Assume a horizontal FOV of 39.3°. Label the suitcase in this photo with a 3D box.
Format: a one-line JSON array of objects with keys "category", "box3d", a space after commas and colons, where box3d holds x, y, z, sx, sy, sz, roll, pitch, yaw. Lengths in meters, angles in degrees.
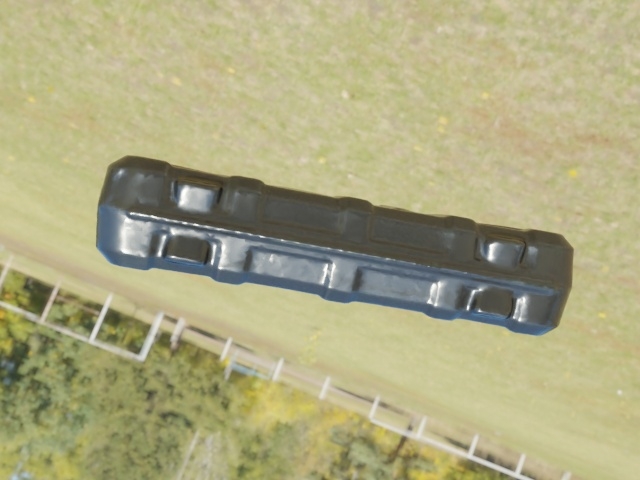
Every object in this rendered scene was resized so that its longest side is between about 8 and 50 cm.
[{"category": "suitcase", "box3d": [0.000, -0.001, 0.602, 0.286, 0.066, 0.206, 10, -177, -10]}]
